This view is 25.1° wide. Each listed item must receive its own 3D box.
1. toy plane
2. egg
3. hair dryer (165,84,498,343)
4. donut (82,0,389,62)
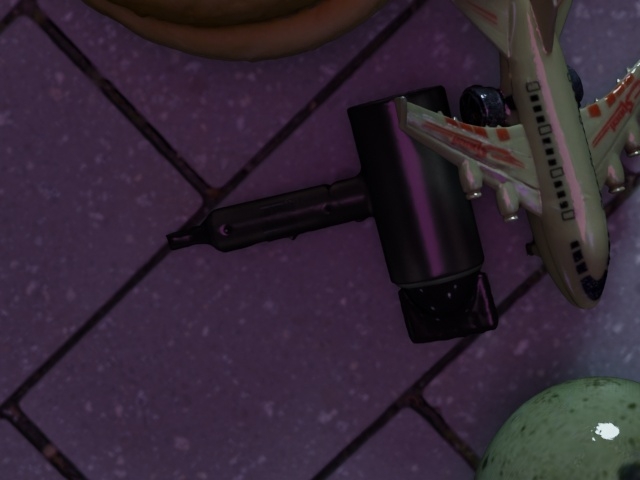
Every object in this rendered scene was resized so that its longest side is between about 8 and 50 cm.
[{"bbox_3d":[0.170,-0.075,1.077,0.242,0.104,0.256,-15,105,-23],"label":"toy plane"},{"bbox_3d":[0.195,0.207,1.078,0.177,0.177,0.228,36,109,0],"label":"egg"},{"bbox_3d":[0.000,0.000,1.134,0.248,0.078,0.195,-12,96,16],"label":"hair dryer"},{"bbox_3d":[-0.059,-0.350,1.010,0.449,0.198,0.449,3,106,10],"label":"donut"}]
